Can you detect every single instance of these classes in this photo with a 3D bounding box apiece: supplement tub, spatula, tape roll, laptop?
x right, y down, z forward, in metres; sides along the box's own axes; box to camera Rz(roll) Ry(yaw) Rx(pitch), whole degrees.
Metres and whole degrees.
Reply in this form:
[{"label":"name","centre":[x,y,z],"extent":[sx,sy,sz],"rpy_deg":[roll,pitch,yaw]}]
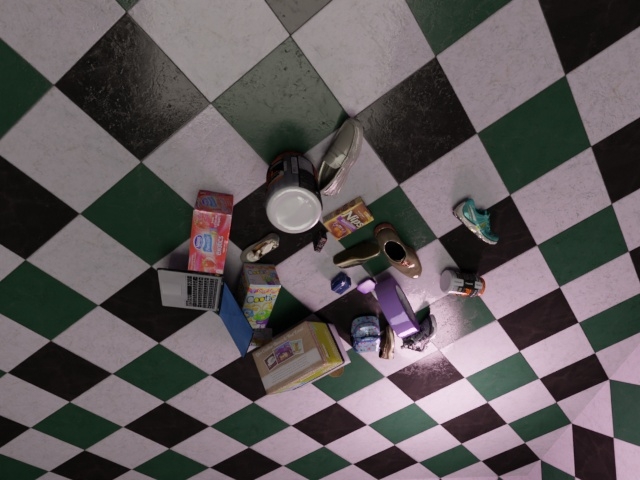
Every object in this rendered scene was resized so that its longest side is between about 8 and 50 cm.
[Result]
[{"label":"supplement tub","centre":[-0.100,-0.186,1.534],"extent":[0.194,0.316,0.193],"rpy_deg":[-3,125,-4]},{"label":"spatula","centre":[0.284,0.282,2.097],"extent":[0.084,0.030,0.296],"rpy_deg":[-34,123,18]},{"label":"supplement tub","centre":[0.677,0.207,2.037],"extent":[0.191,0.117,0.117],"rpy_deg":[9,124,-13]},{"label":"tape roll","centre":[0.353,0.308,1.973],"extent":[0.090,0.274,0.274],"rpy_deg":[-28,124,15]},{"label":"laptop","centre":[-0.498,0.322,1.827],"extent":[0.408,0.236,0.382],"rpy_deg":[8,147,-12]}]

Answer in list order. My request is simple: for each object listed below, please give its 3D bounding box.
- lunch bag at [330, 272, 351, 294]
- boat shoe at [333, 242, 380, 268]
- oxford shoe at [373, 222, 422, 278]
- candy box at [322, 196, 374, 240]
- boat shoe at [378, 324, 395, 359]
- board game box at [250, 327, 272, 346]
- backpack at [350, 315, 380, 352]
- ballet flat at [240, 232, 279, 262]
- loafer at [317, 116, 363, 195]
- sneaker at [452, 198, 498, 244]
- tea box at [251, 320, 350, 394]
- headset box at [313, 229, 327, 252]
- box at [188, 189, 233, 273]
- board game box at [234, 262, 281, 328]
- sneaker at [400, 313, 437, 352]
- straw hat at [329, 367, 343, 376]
[{"label":"lunch bag","centre":[0.089,0.201,1.991],"extent":[0.065,0.067,0.098],"rpy_deg":[33,117,-26]},{"label":"boat shoe","centre":[0.168,0.073,1.898],"extent":[0.224,0.080,0.073],"rpy_deg":[-18,141,22]},{"label":"oxford shoe","centre":[0.351,0.079,1.895],"extent":[0.123,0.130,0.348],"rpy_deg":[-36,122,18]},{"label":"candy box","centre":[0.115,-0.091,1.793],"extent":[0.187,0.053,0.109],"rpy_deg":[-31,123,13]},{"label":"boat shoe","centre":[0.340,0.546,2.259],"extent":[0.095,0.095,0.257],"rpy_deg":[-4,127,3]},{"label":"board game box","centre":[-0.317,0.478,2.120],"extent":[0.154,0.103,0.026],"rpy_deg":[5,125,-11]},{"label":"backpack","centre":[0.233,0.471,2.177],"extent":[0.158,0.117,0.173],"rpy_deg":[-2,123,-7]},{"label":"ballet flat","centre":[-0.265,0.045,1.834],"extent":[0.213,0.068,0.072],"rpy_deg":[-35,123,18]},{"label":"loafer","centre":[0.064,-0.301,1.585],"extent":[0.112,0.112,0.319],"rpy_deg":[-14,136,-41]},{"label":"sneaker","centre":[0.693,-0.076,1.847],"extent":[0.275,0.107,0.110],"rpy_deg":[35,105,-28]},{"label":"tea box","centre":[-0.088,0.563,2.061],"extent":[0.329,0.220,0.323],"rpy_deg":[-33,155,17]},{"label":"headset box","centre":[0.000,0.000,1.837],"extent":[0.032,0.062,0.083],"rpy_deg":[19,121,-20]},{"label":"box","centre":[-0.437,-0.030,1.708],"extent":[0.142,0.154,0.299],"rpy_deg":[9,126,-12]},{"label":"board game box","centre":[-0.294,0.251,1.919],"extent":[0.144,0.142,0.275],"rpy_deg":[4,126,-26]},{"label":"sneaker","centre":[0.504,0.489,2.228],"extent":[0.153,0.101,0.268],"rpy_deg":[2,128,-12]},{"label":"straw hat","centre":[0.086,0.668,2.330],"extent":[0.061,0.144,0.144],"rpy_deg":[-10,139,-50]}]
